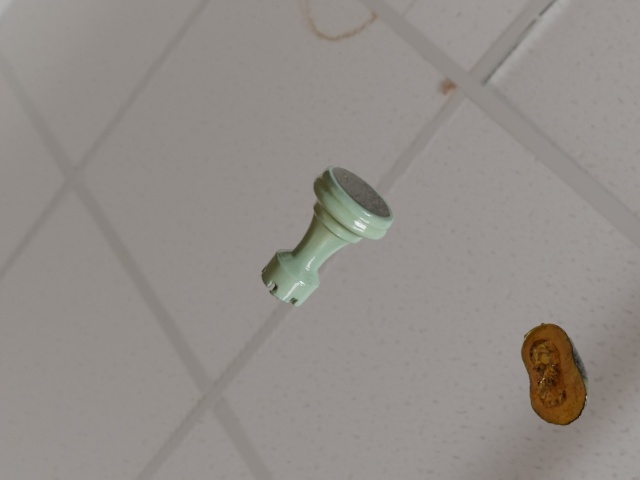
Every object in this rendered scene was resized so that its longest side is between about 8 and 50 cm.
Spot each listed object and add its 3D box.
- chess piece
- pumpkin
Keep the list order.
[{"bbox_3d":[0.000,0.000,0.852,0.103,0.067,0.067,-49,-131,20],"label":"chess piece"},{"bbox_3d":[0.192,0.107,0.904,0.050,0.028,0.083,-22,-107,37],"label":"pumpkin"}]
